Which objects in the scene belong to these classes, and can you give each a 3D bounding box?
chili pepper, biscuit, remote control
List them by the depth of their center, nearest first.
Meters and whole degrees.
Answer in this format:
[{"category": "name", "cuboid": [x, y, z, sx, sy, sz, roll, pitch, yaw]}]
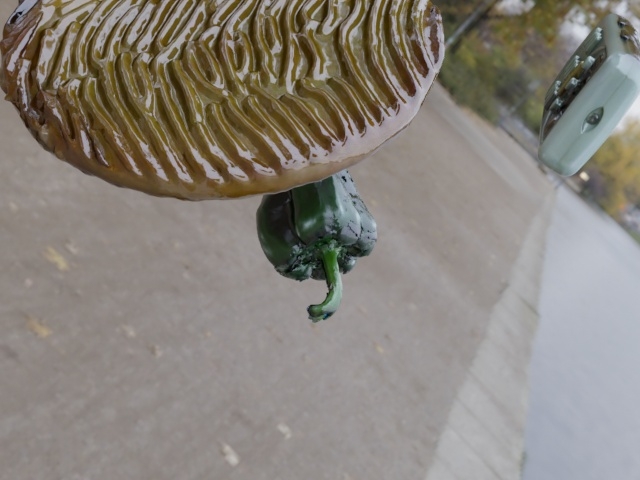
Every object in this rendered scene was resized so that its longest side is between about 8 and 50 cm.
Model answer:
[{"category": "biscuit", "cuboid": [-0.069, -0.146, 0.782, 0.318, 0.317, 0.040, 52, -25, 37]}, {"category": "remote control", "cuboid": [0.291, -0.168, 1.175, 0.056, 0.140, 0.296, 36, 24, -2]}, {"category": "chili pepper", "cuboid": [0.000, 0.000, 1.695, 0.165, 0.173, 0.261, 14, 54, -56]}]
